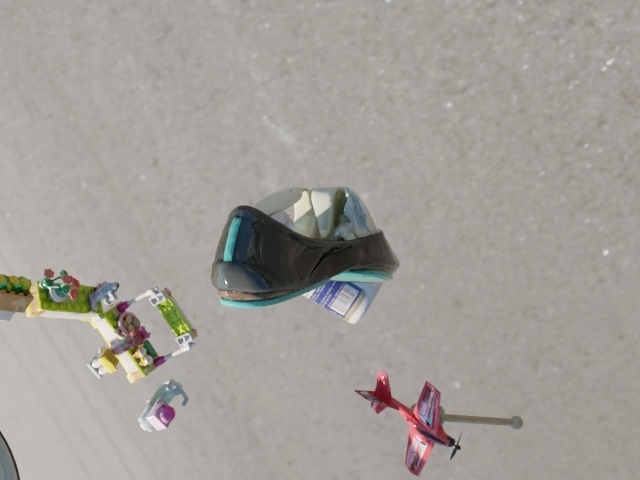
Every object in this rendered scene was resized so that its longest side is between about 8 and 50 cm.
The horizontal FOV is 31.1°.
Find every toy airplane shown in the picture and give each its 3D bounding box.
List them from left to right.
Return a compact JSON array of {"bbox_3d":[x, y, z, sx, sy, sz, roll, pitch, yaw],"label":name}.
[{"bbox_3d":[0.108,0.216,1.402,0.151,0.028,0.151,21,127,30],"label":"toy airplane"}]

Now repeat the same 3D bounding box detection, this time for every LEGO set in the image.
[{"bbox_3d":[-0.247,0.092,1.342,0.107,0.132,0.287,-26,123,33],"label":"LEGO set"}]

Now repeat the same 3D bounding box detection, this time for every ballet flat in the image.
[{"bbox_3d":[0.000,0.000,1.024,0.095,0.280,0.096,1,93,25],"label":"ballet flat"}]

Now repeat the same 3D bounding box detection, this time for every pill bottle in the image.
[{"bbox_3d":[-0.004,0.027,1.477,0.169,0.094,0.094,31,145,-2],"label":"pill bottle"}]

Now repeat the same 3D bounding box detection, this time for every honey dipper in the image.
[{"bbox_3d":[0.189,0.228,1.461,0.030,0.161,0.030,-172,90,-68],"label":"honey dipper"}]

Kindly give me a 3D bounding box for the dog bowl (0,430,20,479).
[{"bbox_3d":[-0.686,0.434,1.820,0.408,0.408,0.150,52,153,5],"label":"dog bowl"}]
